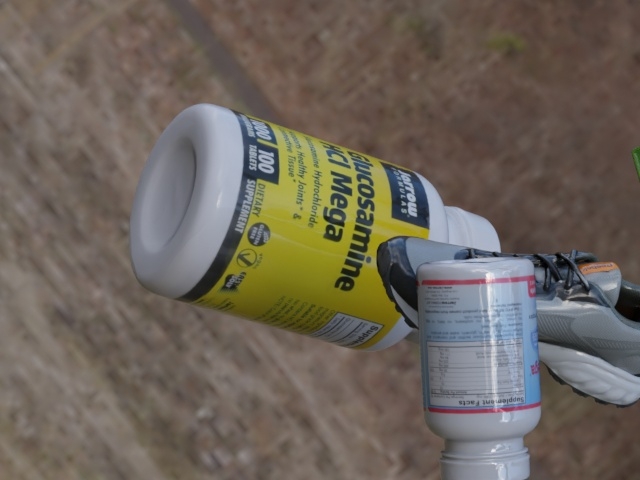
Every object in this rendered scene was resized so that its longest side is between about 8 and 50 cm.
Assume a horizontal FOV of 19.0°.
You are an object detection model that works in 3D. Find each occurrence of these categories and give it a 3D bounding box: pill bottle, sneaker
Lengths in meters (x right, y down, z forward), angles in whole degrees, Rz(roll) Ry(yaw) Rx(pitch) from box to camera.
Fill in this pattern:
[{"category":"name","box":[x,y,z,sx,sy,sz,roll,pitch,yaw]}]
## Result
[{"category":"pill bottle","box":[0.000,0.000,1.843,0.333,0.188,0.188,16,19,-27]},{"category":"pill bottle","box":[0.116,0.094,1.392,0.087,0.087,0.160,-74,161,-88]},{"category":"sneaker","box":[0.167,0.042,1.519,0.271,0.108,0.100,17,37,-22]}]

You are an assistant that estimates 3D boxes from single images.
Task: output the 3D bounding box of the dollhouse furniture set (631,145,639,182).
[{"category":"dollhouse furniture set","box":[0.333,-0.060,1.664,0.151,0.058,0.076,21,51,-49]}]
